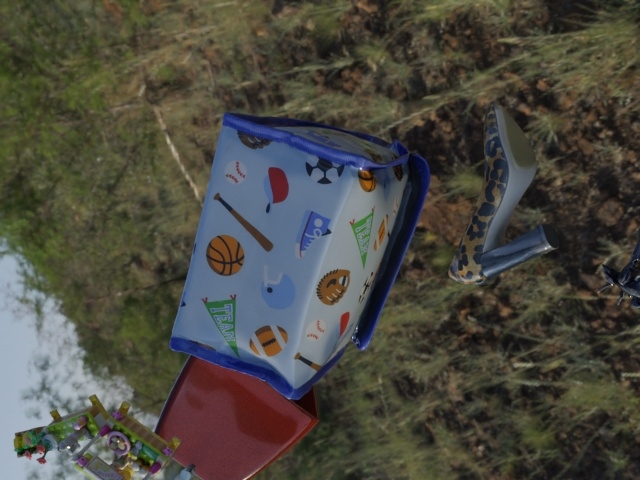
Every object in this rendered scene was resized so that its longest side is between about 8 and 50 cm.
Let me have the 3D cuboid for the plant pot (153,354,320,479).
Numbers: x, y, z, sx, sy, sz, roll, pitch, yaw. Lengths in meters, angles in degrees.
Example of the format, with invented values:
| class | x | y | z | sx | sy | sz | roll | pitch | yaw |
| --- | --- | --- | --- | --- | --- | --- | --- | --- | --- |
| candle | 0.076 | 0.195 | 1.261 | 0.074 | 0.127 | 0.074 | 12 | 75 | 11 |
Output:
| class | x | y | z | sx | sy | sz | roll | pitch | yaw |
| --- | --- | --- | --- | --- | --- | --- | --- | --- | --- |
| plant pot | -0.181 | 0.333 | 1.372 | 0.267 | 0.236 | 0.267 | 36 | -178 | -4 |

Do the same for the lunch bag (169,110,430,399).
| class | x | y | z | sx | sy | sz | roll | pitch | yaw |
| --- | --- | --- | --- | --- | --- | --- | --- | --- | --- |
| lunch bag | 0.000 | 0.000 | 0.993 | 0.239 | 0.385 | 0.328 | 22 | 103 | 15 |

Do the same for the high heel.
| class | x | y | z | sx | sy | sz | roll | pitch | yaw |
| --- | --- | --- | --- | --- | --- | --- | --- | --- | --- |
| high heel | 0.242 | -0.069 | 1.055 | 0.186 | 0.093 | 0.261 | -32 | 60 | 43 |

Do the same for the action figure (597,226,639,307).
| class | x | y | z | sx | sy | sz | roll | pitch | yaw |
| --- | --- | --- | --- | --- | --- | --- | --- | --- | --- |
| action figure | 0.594 | 0.052 | 1.143 | 0.164 | 0.141 | 0.276 | 39 | 165 | -11 |

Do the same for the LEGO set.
| class | x | y | z | sx | sy | sz | roll | pitch | yaw |
| --- | --- | --- | --- | --- | --- | --- | --- | --- | --- |
| LEGO set | -0.300 | 0.281 | 0.879 | 0.287 | 0.107 | 0.132 | 13 | 114 | 16 |
